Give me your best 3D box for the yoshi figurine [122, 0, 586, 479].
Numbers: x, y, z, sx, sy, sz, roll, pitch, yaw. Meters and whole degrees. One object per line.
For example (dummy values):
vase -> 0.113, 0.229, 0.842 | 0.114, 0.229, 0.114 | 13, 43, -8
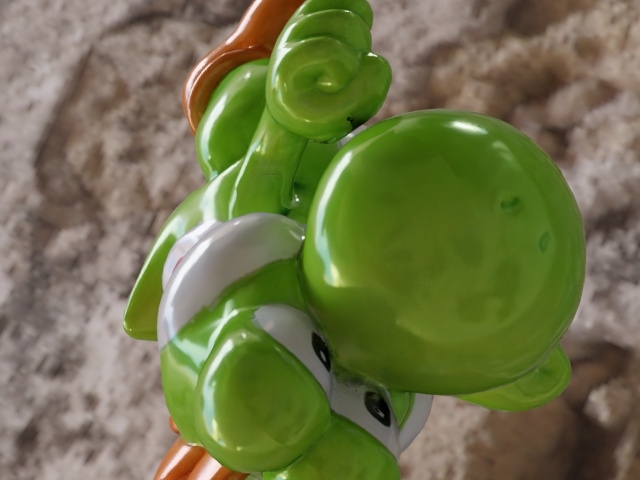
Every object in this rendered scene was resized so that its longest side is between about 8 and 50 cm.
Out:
yoshi figurine -> 0.027, -0.007, 0.786 | 0.204, 0.362, 0.203 | 11, -69, -6
